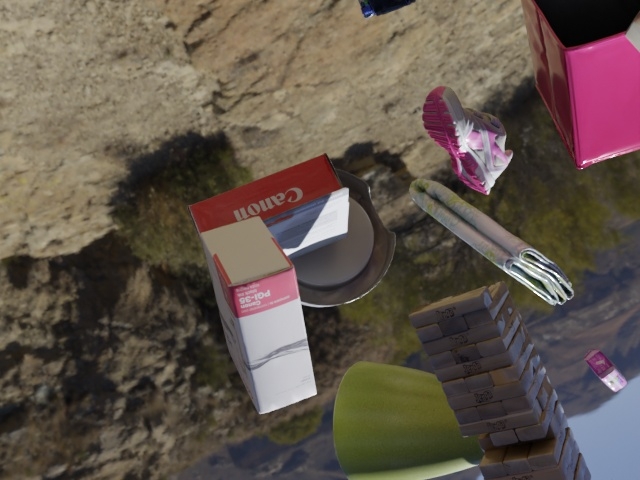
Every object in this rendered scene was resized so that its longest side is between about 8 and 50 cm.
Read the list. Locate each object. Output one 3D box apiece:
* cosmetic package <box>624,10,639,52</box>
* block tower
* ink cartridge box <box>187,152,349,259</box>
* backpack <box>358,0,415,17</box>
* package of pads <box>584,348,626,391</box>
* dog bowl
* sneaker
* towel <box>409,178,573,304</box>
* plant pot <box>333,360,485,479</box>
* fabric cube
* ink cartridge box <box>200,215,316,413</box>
[{"bbox_3d":[0.541,-0.210,0.886,0.153,0.296,0.129,-41,172,13],"label":"cosmetic package"},{"bbox_3d":[0.218,0.207,0.804,0.091,0.335,0.097,-22,-174,30],"label":"block tower"},{"bbox_3d":[-0.103,-0.050,1.499,0.309,0.130,0.272,-22,160,-9],"label":"ink cartridge box"},{"bbox_3d":[0.114,-0.512,1.303,0.117,0.173,0.158,-12,-153,31],"label":"backpack"},{"bbox_3d":[0.471,0.213,1.185,0.032,0.050,0.083,-42,136,12],"label":"package of pads"},{"bbox_3d":[0.000,0.000,1.725,0.348,0.349,0.102,-22,164,-15],"label":"dog bowl"},{"bbox_3d":[0.286,-0.209,1.379,0.111,0.103,0.252,-46,128,-7],"label":"sneaker"},{"bbox_3d":[0.421,-0.004,1.756,0.320,0.374,0.090,30,100,-45],"label":"towel"},{"bbox_3d":[0.222,0.396,1.542,0.293,0.275,0.275,-7,178,31],"label":"plant pot"},{"bbox_3d":[0.495,-0.321,1.184,0.254,0.259,0.258,-17,136,10],"label":"fabric cube"},{"bbox_3d":[-0.109,0.132,1.277,0.117,0.207,0.283,-17,121,-15],"label":"ink cartridge box"}]
